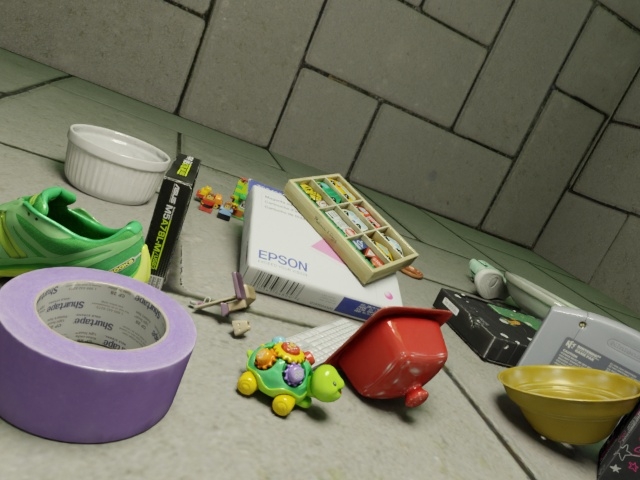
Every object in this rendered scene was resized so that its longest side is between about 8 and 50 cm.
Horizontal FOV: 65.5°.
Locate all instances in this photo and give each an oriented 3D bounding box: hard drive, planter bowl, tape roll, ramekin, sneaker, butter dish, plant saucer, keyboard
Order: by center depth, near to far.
[{"bbox_3d":[-0.228,0.106,0.503,0.189,0.080,0.189,22,15,-6],"label":"tape roll"},{"bbox_3d":[-0.353,-0.013,0.611,0.295,0.124,0.109,12,18,-6],"label":"sneaker"},{"bbox_3d":[0.114,0.178,0.707,0.160,0.160,0.118,10,42,-39],"label":"butter dish"},{"bbox_3d":[0.008,0.163,0.804,0.072,0.014,0.256,31,16,25],"label":"keyboard"},{"bbox_3d":[0.406,0.273,0.817,0.217,0.090,0.217,-1,0,0],"label":"planter bowl"},{"bbox_3d":[-0.437,-0.157,1.060,0.207,0.109,0.207,22,14,-6],"label":"ramekin"},{"bbox_3d":[0.462,0.228,1.187,0.339,0.064,0.237,17,16,-23],"label":"hard drive"},{"bbox_3d":[0.696,0.229,1.436,0.400,0.100,0.400,28,9,-5],"label":"plant saucer"},{"bbox_3d":[0.263,0.091,1.467,0.083,0.013,0.083,23,14,-6],"label":"plant saucer"},{"bbox_3d":[0.521,0.115,1.618,0.256,0.094,0.151,22,16,-50],"label":"sneaker"}]

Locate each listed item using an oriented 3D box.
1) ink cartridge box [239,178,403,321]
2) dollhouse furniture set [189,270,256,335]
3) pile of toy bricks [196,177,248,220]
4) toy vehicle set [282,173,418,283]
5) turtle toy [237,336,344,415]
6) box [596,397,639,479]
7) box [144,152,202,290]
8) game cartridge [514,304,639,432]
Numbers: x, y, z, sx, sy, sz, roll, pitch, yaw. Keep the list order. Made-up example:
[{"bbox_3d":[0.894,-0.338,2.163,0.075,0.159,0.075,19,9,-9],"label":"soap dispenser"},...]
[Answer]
[{"bbox_3d":[0.000,0.000,1.033,0.324,0.071,0.330,18,40,-20],"label":"ink cartridge box"},{"bbox_3d":[-0.145,0.108,0.769,0.081,0.091,0.114,-16,-12,3],"label":"dollhouse furniture set"},{"bbox_3d":[-0.200,-0.107,1.257,0.212,0.105,0.118,19,15,-16],"label":"pile of toy bricks"},{"bbox_3d":[0.063,-0.035,1.034,0.166,0.035,0.267,-17,57,-48],"label":"toy vehicle set"},{"bbox_3d":[-0.034,0.166,0.619,0.130,0.066,0.095,26,15,10],"label":"turtle toy"},{"bbox_3d":[0.552,0.290,0.732,0.163,0.247,0.142,32,16,27],"label":"box"},{"bbox_3d":[-0.227,-0.022,0.740,0.045,0.191,0.184,18,14,-13],"label":"box"},{"bbox_3d":[0.553,0.258,0.952,0.297,0.198,0.062,30,15,20],"label":"game cartridge"}]
